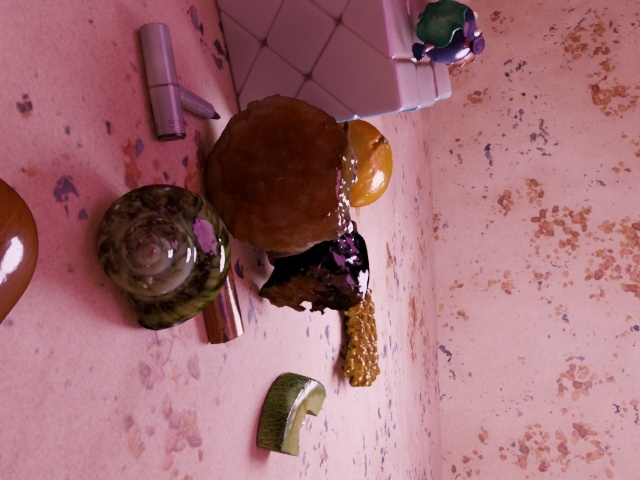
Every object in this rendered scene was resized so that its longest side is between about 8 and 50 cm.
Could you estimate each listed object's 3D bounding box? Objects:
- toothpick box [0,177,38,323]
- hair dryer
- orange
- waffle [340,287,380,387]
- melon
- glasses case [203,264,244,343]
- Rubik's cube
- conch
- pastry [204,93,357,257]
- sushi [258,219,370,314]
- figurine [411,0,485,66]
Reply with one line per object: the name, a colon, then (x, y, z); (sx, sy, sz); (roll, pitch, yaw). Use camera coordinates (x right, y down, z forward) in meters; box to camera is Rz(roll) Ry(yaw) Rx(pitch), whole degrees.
toothpick box: (-0.287, 0.088, 0.310); (0.192, 0.192, 0.295); (58, 26, -48)
hair dryer: (-0.198, -0.226, 0.810); (0.183, 0.044, 0.155); (-28, 112, -72)
orange: (0.080, -0.188, 1.311); (0.219, 0.193, 0.220); (5, 83, -51)
waffle: (0.097, 0.231, 1.409); (0.259, 0.068, 0.293); (20, 64, -69)
melon: (-0.051, 0.320, 1.014); (0.209, 0.064, 0.118); (-58, 143, -54)
glasses case: (-0.156, 0.069, 0.831); (0.064, 0.041, 0.170); (-33, 116, -66)
Rubik's cube: (0.036, -0.383, 1.004); (0.316, 0.321, 0.319); (-32, 114, -58)
conch: (-0.185, 0.026, 0.658); (0.181, 0.124, 0.188); (-3, 95, -66)
pastry: (-0.061, -0.100, 0.859); (0.121, 0.235, 0.257); (40, 52, -73)
sushi: (-0.018, 0.016, 0.990); (0.213, 0.200, 0.204); (33, 51, -30)
figurine: (0.229, -0.345, 0.907); (0.195, 0.111, 0.102); (-20, 103, -61)
